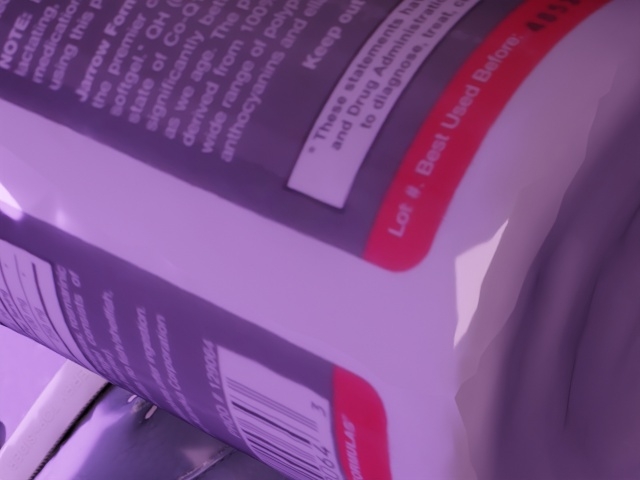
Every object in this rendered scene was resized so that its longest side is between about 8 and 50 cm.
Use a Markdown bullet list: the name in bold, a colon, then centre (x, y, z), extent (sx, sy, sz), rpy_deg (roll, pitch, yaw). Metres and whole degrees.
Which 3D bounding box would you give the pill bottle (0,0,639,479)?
- **pill bottle**: centre (-0.027, -0.032, 0.618), extent (0.318, 0.176, 0.176), rpy_deg (24, 106, 34)

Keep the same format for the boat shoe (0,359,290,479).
- **boat shoe**: centre (-0.102, 0.148, 0.796), extent (0.099, 0.116, 0.319), rpy_deg (43, 126, 11)
